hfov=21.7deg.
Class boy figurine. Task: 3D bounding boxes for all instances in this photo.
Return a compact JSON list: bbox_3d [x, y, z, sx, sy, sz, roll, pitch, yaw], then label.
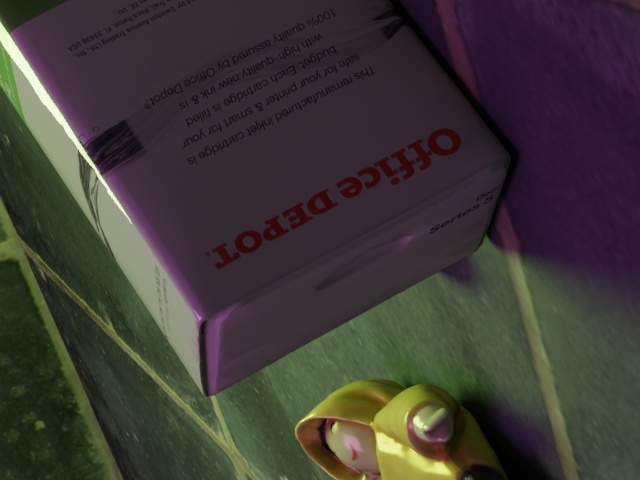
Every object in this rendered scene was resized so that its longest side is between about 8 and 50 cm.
[{"bbox_3d":[0.083,0.169,1.141,0.285,0.092,0.177,38,154,45],"label":"boy figurine"}]

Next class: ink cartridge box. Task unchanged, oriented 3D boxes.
[{"bbox_3d":[-0.052,-0.078,0.959,0.273,0.198,0.115,55,162,22],"label":"ink cartridge box"}]
